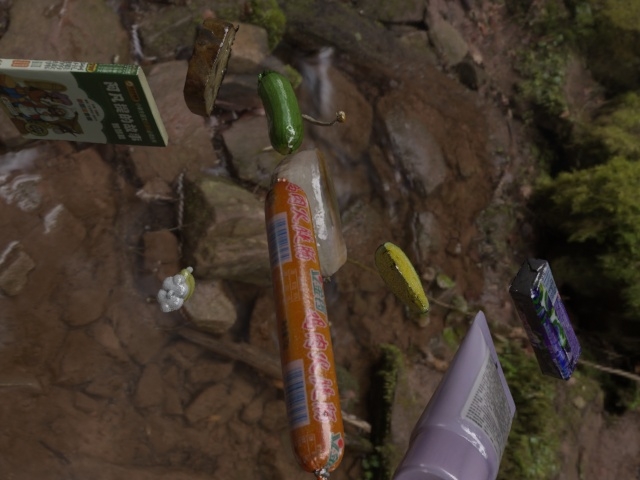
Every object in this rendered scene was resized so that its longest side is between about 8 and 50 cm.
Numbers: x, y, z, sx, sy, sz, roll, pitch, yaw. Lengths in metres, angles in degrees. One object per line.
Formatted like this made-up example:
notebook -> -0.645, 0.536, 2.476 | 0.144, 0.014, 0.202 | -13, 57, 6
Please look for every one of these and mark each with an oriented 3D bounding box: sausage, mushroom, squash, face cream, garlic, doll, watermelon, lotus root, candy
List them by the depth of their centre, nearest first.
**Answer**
sausage -> -0.020, 0.071, 0.716 | 0.053, 0.053, 0.348 | 23, 45, -39
face cream -> 0.172, 0.208, 0.815 | 0.274, 0.096, 0.154 | -40, 110, -53
garlic -> -0.016, -0.041, 0.969 | 0.101, 0.087, 0.196 | 5, 68, -62
candy -> 0.440, 0.161, 1.376 | 0.088, 0.061, 0.312 | -57, 135, -25
squash -> -0.079, -0.257, 1.396 | 0.068, 0.077, 0.219 | 77, -5, -57
mushroom -> -0.018, -0.263, 1.538 | 0.028, 0.286, 0.026 | -40, 112, -17
doll -> -0.321, 0.111, 1.576 | 0.062, 0.162, 0.106 | 22, 93, -3
watermelon -> 0.174, 0.087, 1.606 | 0.181, 0.075, 0.092 | 56, 22, -5
lotus root -> -0.277, -0.409, 1.717 | 0.074, 0.261, 0.170 | 20, 23, -3

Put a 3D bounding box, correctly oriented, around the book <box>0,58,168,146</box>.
book -> -0.403, -0.225, 1.168 | 0.202, 0.264, 0.027 | 87, 7, -64
